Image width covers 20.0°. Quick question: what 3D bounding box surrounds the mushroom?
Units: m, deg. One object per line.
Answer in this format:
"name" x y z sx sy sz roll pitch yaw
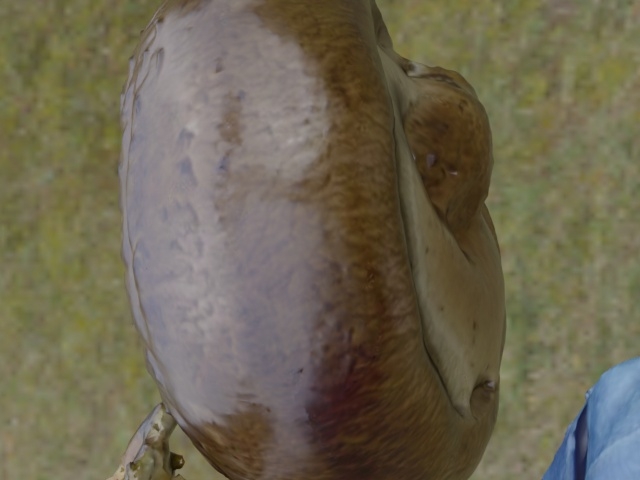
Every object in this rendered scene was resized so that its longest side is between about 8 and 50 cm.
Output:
"mushroom" 0.000 0.000 0.767 0.153 0.253 0.253 -15 71 17

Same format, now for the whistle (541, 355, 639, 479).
"whistle" 0.101 0.072 0.452 0.158 0.090 0.090 103 154 -56

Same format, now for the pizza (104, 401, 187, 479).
"pizza" -0.124 0.233 0.764 0.251 0.074 0.288 -49 14 50
